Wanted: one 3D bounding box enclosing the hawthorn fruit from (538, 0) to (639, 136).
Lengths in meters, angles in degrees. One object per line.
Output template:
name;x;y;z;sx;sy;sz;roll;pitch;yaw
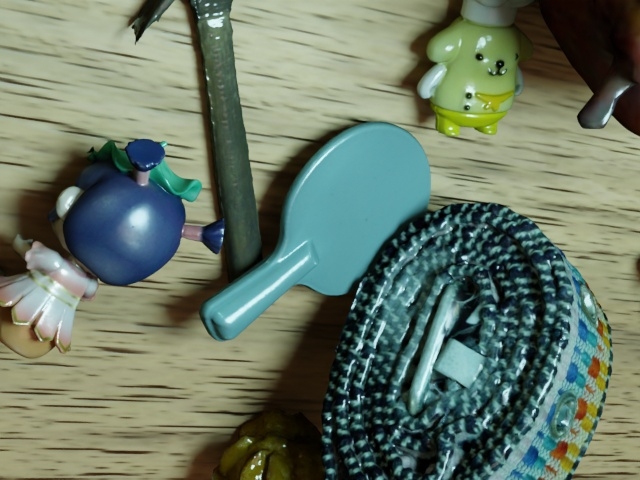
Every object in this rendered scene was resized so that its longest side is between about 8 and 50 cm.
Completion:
hawthorn fruit;0.304;-0.220;0.939;0.324;0.308;0.308;-2;119;-43

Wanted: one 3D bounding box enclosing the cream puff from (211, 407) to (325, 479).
cream puff;-0.034;0.202;1.112;0.116;0.122;0.094;16;98;8

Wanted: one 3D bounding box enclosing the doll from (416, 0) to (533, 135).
doll;0.134;-0.165;1.027;0.106;0.062;0.163;-7;119;-30

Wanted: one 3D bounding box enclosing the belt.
belt;0.128;0.128;1.068;0.160;0.206;0.295;41;62;-55

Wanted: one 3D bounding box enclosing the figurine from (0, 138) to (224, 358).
figurine;-0.168;0.010;0.942;0.195;0.102;0.111;-48;131;3

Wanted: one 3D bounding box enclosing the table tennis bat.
table tennis bat;0.000;0.000;1.046;0.244;0.040;0.153;-38;133;-18

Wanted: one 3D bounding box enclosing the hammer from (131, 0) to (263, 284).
hammer;-0.072;-0.079;0.990;0.125;0.027;0.297;-19;125;-18
